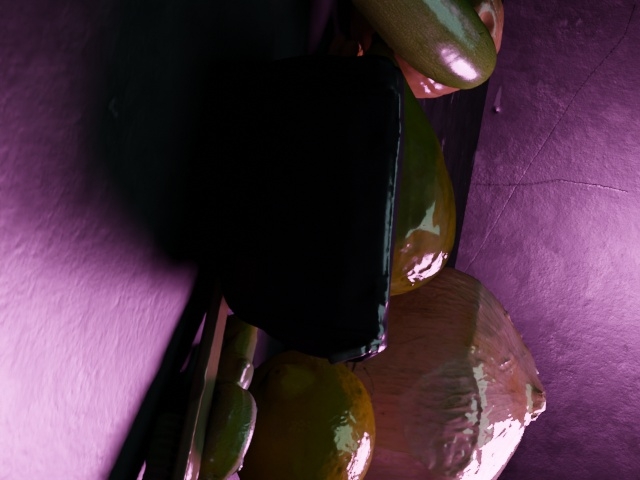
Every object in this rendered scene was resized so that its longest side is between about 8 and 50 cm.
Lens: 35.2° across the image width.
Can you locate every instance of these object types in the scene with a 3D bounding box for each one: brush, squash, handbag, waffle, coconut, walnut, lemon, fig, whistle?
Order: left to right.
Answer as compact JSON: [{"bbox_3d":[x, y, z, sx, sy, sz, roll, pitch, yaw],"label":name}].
[{"bbox_3d":[-0.130,0.158,0.998,0.054,0.048,0.282,83,15,-60],"label":"brush"},{"bbox_3d":[-0.094,0.165,1.076,0.104,0.057,0.198,-45,-155,45],"label":"whistle"},{"bbox_3d":[-0.021,0.239,1.222,0.184,0.184,0.248,-64,157,-47],"label":"lemon"},{"bbox_3d":[-0.015,-0.037,0.997,0.275,0.177,0.302,-69,164,-83],"label":"handbag"},{"bbox_3d":[0.028,-0.189,1.353,0.148,0.042,0.102,82,23,-55],"label":"waffle"},{"bbox_3d":[0.039,-0.078,1.240,0.314,0.233,0.233,68,16,-1],"label":"fig"},{"bbox_3d":[0.094,-0.288,1.165,0.395,0.107,0.107,39,59,-43],"label":"squash"},{"bbox_3d":[0.154,0.225,1.541,0.404,0.404,0.405,12,90,-77],"label":"coconut"},{"bbox_3d":[0.142,-0.308,1.385,0.228,0.228,0.228,12,90,-77],"label":"walnut"}]
